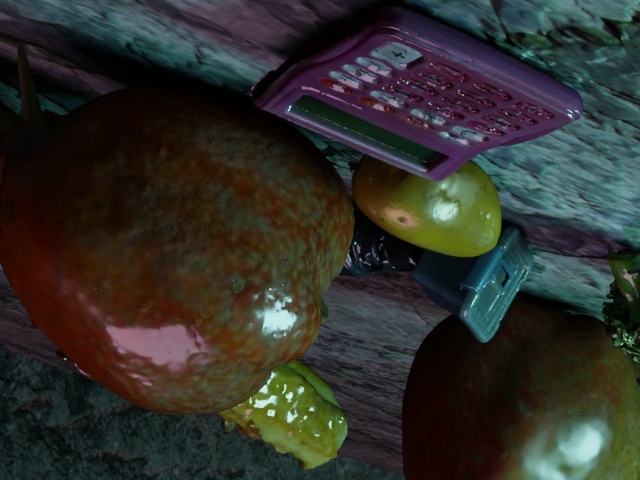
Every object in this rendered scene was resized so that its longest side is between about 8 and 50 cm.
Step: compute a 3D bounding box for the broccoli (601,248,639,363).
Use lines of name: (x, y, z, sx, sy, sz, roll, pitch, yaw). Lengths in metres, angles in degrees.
broccoli: (0.222, 0.040, 1.213, 0.095, 0.097, 0.092, -17, 104, 36)

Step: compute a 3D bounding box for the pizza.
pizza: (-0.196, 0.022, 1.478, 0.440, 0.130, 0.406, 42, 173, -19)

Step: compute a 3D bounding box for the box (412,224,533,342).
box: (0.107, 0.022, 1.290, 0.054, 0.074, 0.099, 30, 173, 20)

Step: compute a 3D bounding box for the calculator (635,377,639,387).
calculator: (0.294, 0.077, 1.184, 0.172, 0.018, 0.057, -13, 174, 32)

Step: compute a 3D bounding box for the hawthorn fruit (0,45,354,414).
hawthorn fruit: (-0.114, -0.015, 1.184, 0.262, 0.210, 0.210, 39, 165, -11)

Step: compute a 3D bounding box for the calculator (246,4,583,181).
calculator: (0.050, -0.079, 0.985, 0.127, 0.034, 0.190, 24, 163, -19)

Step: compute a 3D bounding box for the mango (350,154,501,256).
mango: (0.069, -0.025, 1.137, 0.114, 0.060, 0.080, 22, 172, -35)

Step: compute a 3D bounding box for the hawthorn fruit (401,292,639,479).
hawthorn fruit: (0.152, 0.170, 1.464, 0.208, 0.248, 0.208, 25, 168, 5)

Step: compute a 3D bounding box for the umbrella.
umbrella: (-0.002, -0.001, 1.383, 0.224, 0.080, 0.071, 2, 125, 47)
